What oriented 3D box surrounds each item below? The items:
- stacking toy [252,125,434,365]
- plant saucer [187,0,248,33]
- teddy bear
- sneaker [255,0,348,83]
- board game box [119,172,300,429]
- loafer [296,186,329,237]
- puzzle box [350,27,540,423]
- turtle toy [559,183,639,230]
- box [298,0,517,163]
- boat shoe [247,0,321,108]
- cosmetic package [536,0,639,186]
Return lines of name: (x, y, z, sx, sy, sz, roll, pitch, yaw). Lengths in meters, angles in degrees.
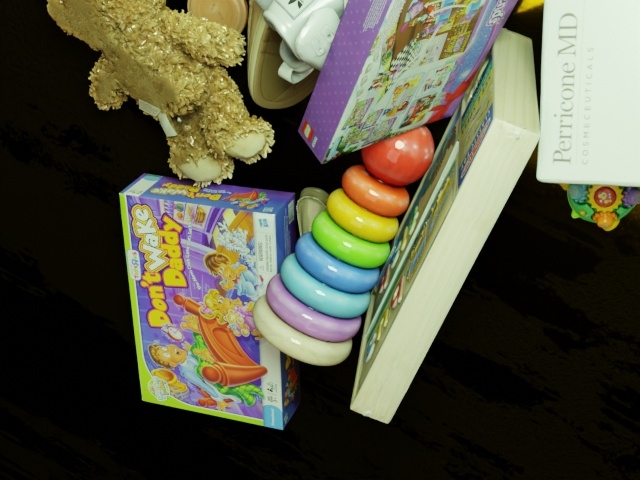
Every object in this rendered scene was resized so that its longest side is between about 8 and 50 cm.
stacking toy: (0.037, -0.012, 1.319, 0.141, 0.141, 0.330, 28, 109, 7)
plant saucer: (-0.133, -0.295, 1.347, 0.083, 0.013, 0.084, 9, 119, 17)
teddy bear: (-0.196, -0.222, 1.363, 0.338, 0.113, 0.245, 42, 141, -3)
sneaker: (0.037, -0.305, 1.079, 0.137, 0.210, 0.366, 53, 163, 25)
board game box: (-0.153, 0.089, 1.510, 0.233, 0.078, 0.347, 8, 118, 18)
loafer: (0.000, 0.000, 1.420, 0.056, 0.050, 0.148, -5, 113, 24)
puzzle box: (0.140, -0.019, 1.221, 0.052, 0.272, 0.409, 21, 121, -4)
turtle toy: (0.345, -0.069, 1.235, 0.095, 0.066, 0.130, 44, 112, -4)
box: (0.104, -0.216, 1.109, 0.057, 0.201, 0.293, 55, 148, 21)
boat shoe: (-0.026, -0.324, 1.244, 0.110, 0.121, 0.341, 46, 128, 43)
cosmetic package: (0.460, -0.164, 1.056, 0.453, 0.161, 0.230, 3, 98, 21)
